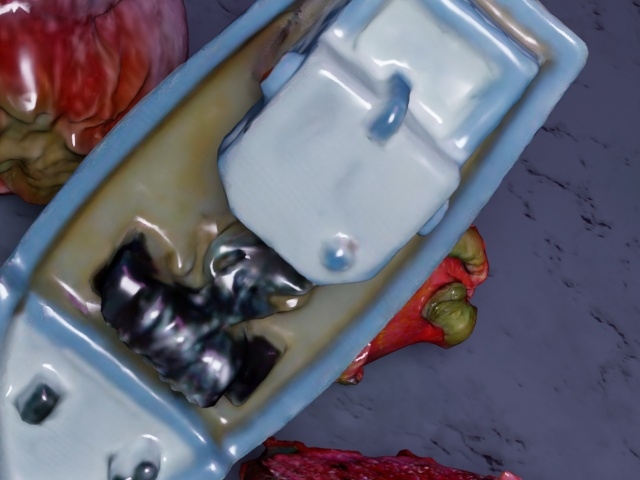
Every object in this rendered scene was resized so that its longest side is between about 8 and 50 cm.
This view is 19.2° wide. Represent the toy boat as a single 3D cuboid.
[{"bbox_3d":[-0.038,0.007,0.799,0.145,0.332,0.133,41,16,-10],"label":"toy boat"}]

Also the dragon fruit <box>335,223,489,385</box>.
[{"bbox_3d":[0.000,0.000,0.952,0.172,0.166,0.160,42,57,-22],"label":"dragon fruit"}]

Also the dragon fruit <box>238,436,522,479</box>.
[{"bbox_3d":[0.067,0.187,0.822,0.261,0.163,0.189,30,83,32],"label":"dragon fruit"}]

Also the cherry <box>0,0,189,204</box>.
[{"bbox_3d":[-0.168,-0.120,0.940,0.192,0.175,0.250,-13,41,-6],"label":"cherry"}]
